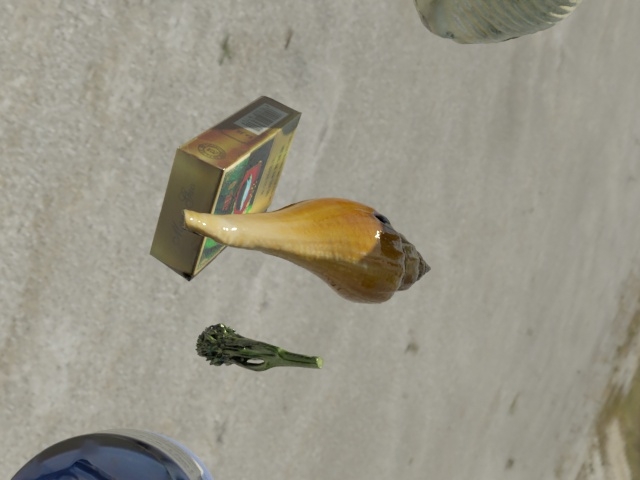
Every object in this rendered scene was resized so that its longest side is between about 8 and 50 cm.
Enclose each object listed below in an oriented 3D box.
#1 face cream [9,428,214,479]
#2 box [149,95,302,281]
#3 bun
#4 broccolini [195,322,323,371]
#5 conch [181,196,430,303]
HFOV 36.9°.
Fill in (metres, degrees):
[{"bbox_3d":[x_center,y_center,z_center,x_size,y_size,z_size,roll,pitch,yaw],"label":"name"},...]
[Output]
[{"bbox_3d":[-0.242,0.345,1.116,0.249,0.249,0.225,-61,174,-9],"label":"face cream"},{"bbox_3d":[-0.115,-0.074,1.199,0.240,0.071,0.159,-48,164,-58],"label":"box"},{"bbox_3d":[0.217,-0.339,1.169,0.239,0.239,0.141,63,18,-67],"label":"bun"},{"bbox_3d":[-0.095,0.171,1.397,0.068,0.202,0.091,-63,144,-19],"label":"broccolini"},{"bbox_3d":[0.004,-0.003,0.943,0.330,0.109,0.093,21,127,-44],"label":"conch"}]
